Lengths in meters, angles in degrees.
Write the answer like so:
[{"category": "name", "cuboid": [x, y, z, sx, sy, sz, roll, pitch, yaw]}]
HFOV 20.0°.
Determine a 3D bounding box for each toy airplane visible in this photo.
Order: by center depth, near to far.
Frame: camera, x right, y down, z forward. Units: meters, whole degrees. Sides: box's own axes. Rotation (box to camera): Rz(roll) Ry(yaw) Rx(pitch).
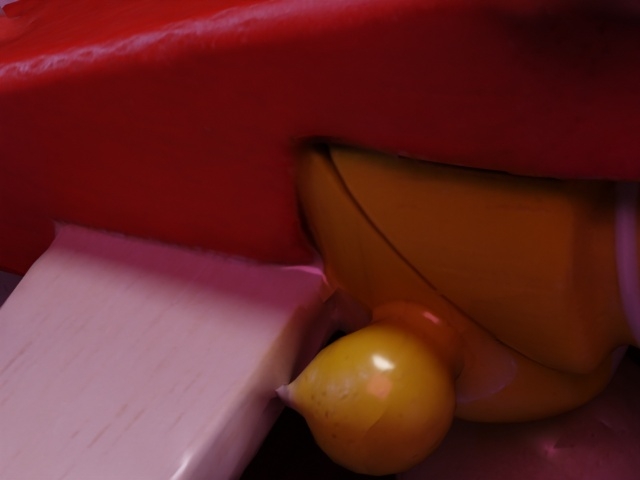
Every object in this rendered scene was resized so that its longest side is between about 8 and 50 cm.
[{"category": "toy airplane", "cuboid": [0.000, 0.000, 0.526, 0.386, 0.272, 0.384, -33, 24, -6]}]
